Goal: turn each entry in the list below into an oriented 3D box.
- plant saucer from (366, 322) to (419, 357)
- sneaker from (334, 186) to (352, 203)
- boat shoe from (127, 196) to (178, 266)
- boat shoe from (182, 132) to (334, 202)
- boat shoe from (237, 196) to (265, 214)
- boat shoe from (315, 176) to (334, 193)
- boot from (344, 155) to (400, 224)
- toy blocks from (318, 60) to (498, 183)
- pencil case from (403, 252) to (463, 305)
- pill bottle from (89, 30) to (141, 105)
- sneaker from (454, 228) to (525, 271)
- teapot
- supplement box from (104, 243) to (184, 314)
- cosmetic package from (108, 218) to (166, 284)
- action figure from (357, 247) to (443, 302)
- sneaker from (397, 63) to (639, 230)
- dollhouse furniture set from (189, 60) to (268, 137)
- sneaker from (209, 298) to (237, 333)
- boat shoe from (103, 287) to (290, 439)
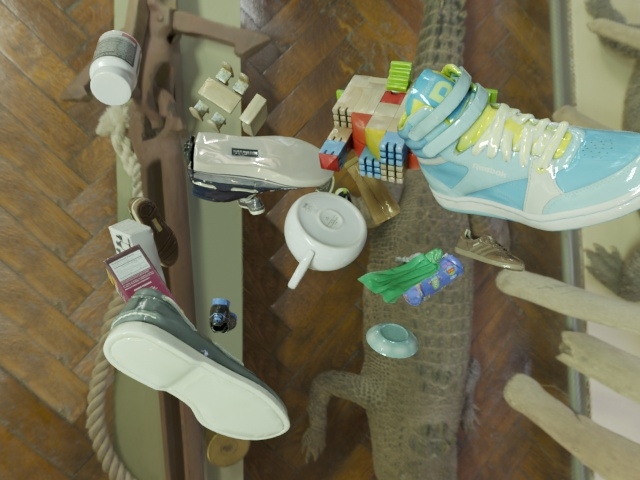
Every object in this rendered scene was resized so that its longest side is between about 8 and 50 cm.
[{"bbox_3d":[0.266,0.351,1.769,0.195,0.195,0.037,-1,118,-15],"label":"plant saucer"},{"bbox_3d":[0.093,-0.105,2.000,0.084,0.097,0.234,-10,113,-9],"label":"sneaker"},{"bbox_3d":[-0.537,-0.031,1.553,0.095,0.095,0.257,-39,131,-35],"label":"boat shoe"},{"bbox_3d":[-0.149,-0.158,1.145,0.341,0.158,0.127,8,61,-13],"label":"boat shoe"},{"bbox_3d":[-0.268,-0.158,1.844,0.075,0.206,0.064,-21,118,-20],"label":"boat shoe"},{"bbox_3d":[0.004,-0.177,1.789,0.049,0.056,0.152,23,87,-35],"label":"boat shoe"},{"bbox_3d":[0.229,-0.217,1.820,0.089,0.236,0.269,-32,94,-36],"label":"boot"},{"bbox_3d":[0.168,-0.242,1.079,0.382,0.190,0.260,13,54,20],"label":"toy blocks"},{"bbox_3d":[0.490,0.162,2.112,0.306,0.119,0.133,-29,110,-28],"label":"pencil case"},{"bbox_3d":[-0.761,-0.639,1.798,0.162,0.161,0.283,2,49,-15],"label":"pill bottle"},{"bbox_3d":[0.420,0.022,1.202,0.066,0.188,0.071,13,95,-45],"label":"sneaker"},{"bbox_3d":[0.000,0.000,1.398,0.256,0.187,0.252,-5,54,-27],"label":"teapot"},{"bbox_3d":[-0.371,0.117,1.027,0.081,0.104,0.188,-31,72,-27],"label":"supplement box"},{"bbox_3d":[-0.437,0.074,1.180,0.060,0.099,0.238,-31,126,-40],"label":"cosmetic package"},{"bbox_3d":[0.223,0.079,1.239,0.137,0.232,0.063,30,48,-25],"label":"action figure"},{"bbox_3d":[0.215,-0.123,0.575,0.208,0.319,0.127,45,69,-29],"label":"sneaker"},{"bbox_3d":[-0.315,-0.491,1.706,0.242,0.161,0.212,33,84,-1],"label":"dollhouse furniture set"},{"bbox_3d":[-0.324,0.270,1.588,0.082,0.232,0.090,4,62,2],"label":"sneaker"},{"bbox_3d":[-0.151,0.180,0.680,0.116,0.099,0.319,-31,125,19],"label":"boat shoe"}]
